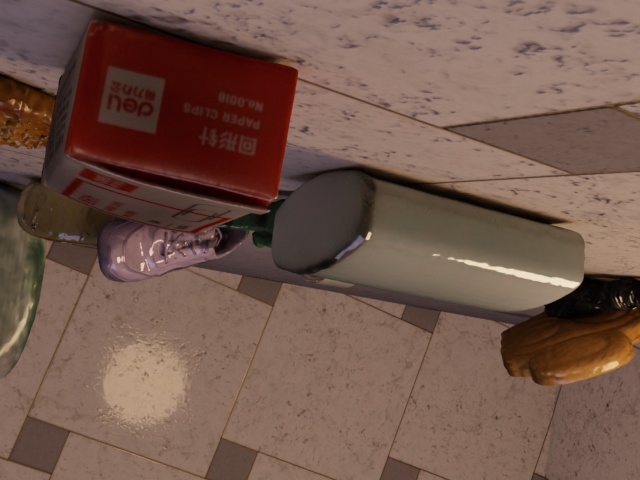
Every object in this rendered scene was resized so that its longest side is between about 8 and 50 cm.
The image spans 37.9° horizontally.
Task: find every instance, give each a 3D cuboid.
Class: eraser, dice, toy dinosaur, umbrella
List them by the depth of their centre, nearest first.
[{"bbox_3d":[0.112,0.009,0.990,0.290,0.104,0.189,12,161,-30],"label":"eraser"},{"bbox_3d":[-0.027,-0.014,1.147,0.292,0.079,0.120,5,168,15],"label":"toy dinosaur"},{"bbox_3d":[0.442,0.086,1.471,0.071,0.080,0.224,48,157,-16],"label":"umbrella"},{"bbox_3d":[-0.670,0.059,1.555,0.330,0.348,0.328,14,174,-33],"label":"dice"}]

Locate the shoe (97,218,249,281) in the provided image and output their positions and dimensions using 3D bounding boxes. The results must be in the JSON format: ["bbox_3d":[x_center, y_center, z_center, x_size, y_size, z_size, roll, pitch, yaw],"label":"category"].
[{"bbox_3d":[-0.217,0.003,1.383,0.137,0.095,0.245,-4,-172,31],"label":"shoe"}]

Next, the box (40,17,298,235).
[{"bbox_3d":[-0.108,-0.067,0.618,0.133,0.099,0.182,13,173,-21],"label":"box"}]

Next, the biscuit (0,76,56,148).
[{"bbox_3d":[-0.332,-0.118,0.801,0.254,0.035,0.254,10,174,1],"label":"biscuit"}]

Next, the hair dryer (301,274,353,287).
[{"bbox_3d":[0.092,0.041,1.648,0.236,0.073,0.131,-5,170,30],"label":"hair dryer"}]

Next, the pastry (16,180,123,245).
[{"bbox_3d":[-0.378,-0.038,1.410,0.165,0.088,0.166,10,174,1],"label":"pastry"}]

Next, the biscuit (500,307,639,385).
[{"bbox_3d":[0.431,0.149,1.564,0.269,0.051,0.376,-19,-173,12],"label":"biscuit"}]
